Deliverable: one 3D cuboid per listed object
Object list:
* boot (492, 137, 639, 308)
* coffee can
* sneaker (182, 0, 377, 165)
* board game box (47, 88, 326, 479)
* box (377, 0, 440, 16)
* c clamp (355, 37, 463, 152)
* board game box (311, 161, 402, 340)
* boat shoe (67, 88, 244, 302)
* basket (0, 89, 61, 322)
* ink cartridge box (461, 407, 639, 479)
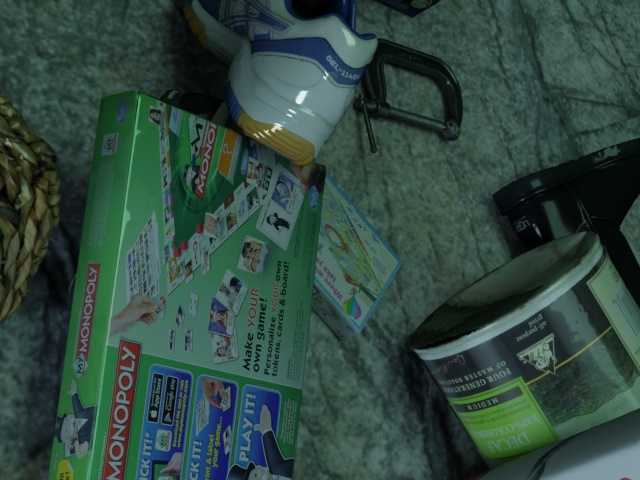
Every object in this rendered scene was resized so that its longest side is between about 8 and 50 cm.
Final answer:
[{"bbox_3d":[0.312,0.010,1.516,0.246,0.094,0.207,-19,81,-40],"label":"boot"},{"bbox_3d":[0.238,0.159,1.304,0.201,0.201,0.275,-38,99,-46],"label":"coffee can"},{"bbox_3d":[-0.026,-0.183,1.184,0.112,0.131,0.296,25,22,-34],"label":"sneaker"},{"bbox_3d":[-0.094,0.069,1.070,0.213,0.046,0.317,19,72,-46],"label":"board game box"},{"bbox_3d":[0.048,-0.367,1.476,0.159,0.044,0.233,15,62,-38],"label":"box"},{"bbox_3d":[0.092,-0.140,1.435,0.160,0.022,0.137,5,63,-41],"label":"c clamp"},{"bbox_3d":[0.000,0.000,1.276,0.154,0.026,0.103,49,45,-15],"label":"board game box"},{"bbox_3d":[-0.143,-0.033,1.136,0.079,0.084,0.233,22,56,11],"label":"boat shoe"},{"bbox_3d":[-0.307,0.029,0.768,0.213,0.299,0.223,48,44,-7],"label":"basket"},{"bbox_3d":[0.226,0.267,1.140,0.117,0.283,0.207,-26,85,-47],"label":"ink cartridge box"}]
